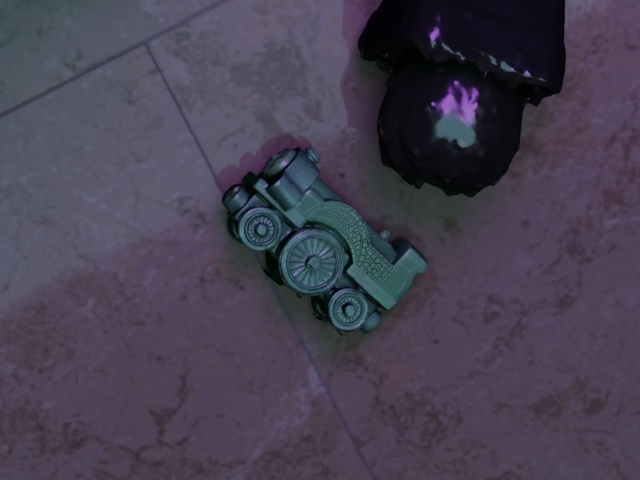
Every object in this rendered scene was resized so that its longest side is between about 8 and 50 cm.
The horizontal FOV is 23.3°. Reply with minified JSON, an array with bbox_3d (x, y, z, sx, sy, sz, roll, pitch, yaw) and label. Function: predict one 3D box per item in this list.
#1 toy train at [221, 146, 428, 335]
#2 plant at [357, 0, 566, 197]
[{"bbox_3d":[0.000,0.000,1.317,0.178,0.071,0.104,43,87,-17],"label":"toy train"},{"bbox_3d":[0.116,-0.165,1.248,0.141,0.164,0.256,14,87,-15],"label":"plant"}]
